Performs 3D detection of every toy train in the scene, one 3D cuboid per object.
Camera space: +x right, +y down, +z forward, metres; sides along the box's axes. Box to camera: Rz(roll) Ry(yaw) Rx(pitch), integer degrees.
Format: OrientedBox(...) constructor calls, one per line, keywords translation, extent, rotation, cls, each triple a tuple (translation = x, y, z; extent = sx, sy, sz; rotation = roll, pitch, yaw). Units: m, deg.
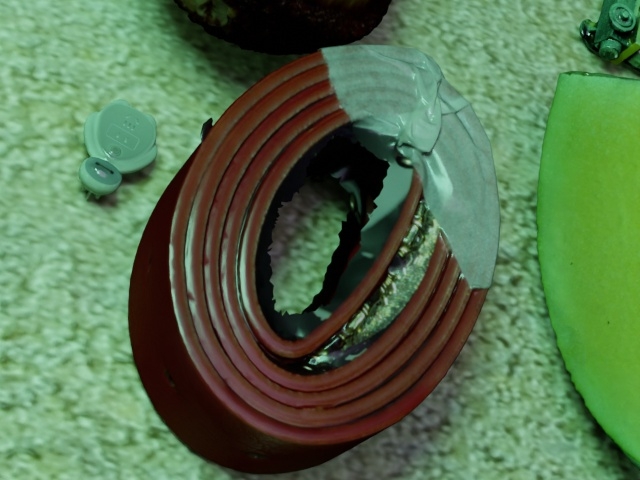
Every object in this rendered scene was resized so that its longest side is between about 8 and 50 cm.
OrientedBox(translation=(0.274, -0.199, 1.149), extent=(0.081, 0.050, 0.122), rotation=(28, 60, -20), cls="toy train")

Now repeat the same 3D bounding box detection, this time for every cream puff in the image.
OrientedBox(translation=(-0.035, -0.250, 0.945), extent=(0.239, 0.165, 0.239), rotation=(-17, 111, -52), cls="cream puff")

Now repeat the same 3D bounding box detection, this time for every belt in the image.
OrientedBox(translation=(0.000, 0.000, 0.914), extent=(0.227, 0.115, 0.324), rotation=(31, 61, -11), cls="belt")

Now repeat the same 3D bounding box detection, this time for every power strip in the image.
OrientedBox(translation=(-0.146, -0.062, 0.928), extent=(0.055, 0.035, 0.083), rotation=(30, 49, -11), cls="power strip")

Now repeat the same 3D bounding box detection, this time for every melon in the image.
OrientedBox(translation=(0.262, 0.034, 1.012), extent=(0.196, 0.124, 0.323), rotation=(13, 72, -16), cls="melon")
